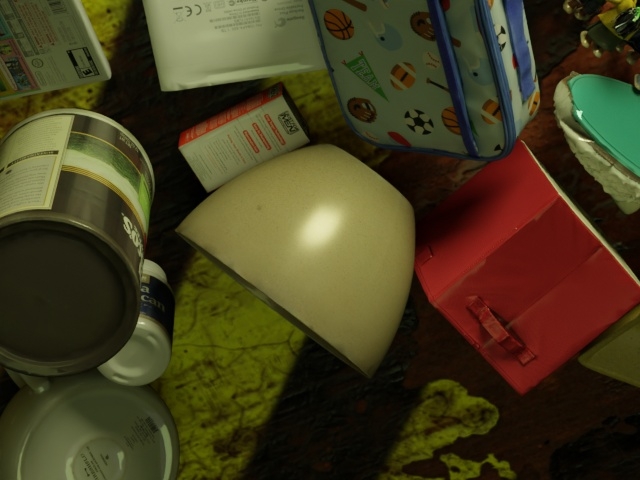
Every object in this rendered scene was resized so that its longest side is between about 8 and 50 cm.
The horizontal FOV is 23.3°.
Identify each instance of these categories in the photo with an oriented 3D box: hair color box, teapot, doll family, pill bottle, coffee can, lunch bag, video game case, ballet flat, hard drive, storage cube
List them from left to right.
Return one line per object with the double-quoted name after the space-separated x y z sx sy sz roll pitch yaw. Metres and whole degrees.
-0.353 -0.230 1.725 0.193 0.023 0.212 -11 149 4 "video game case"
-0.296 -0.004 1.764 0.201 0.275 0.201 -1 120 -2 "coffee can"
-0.315 0.259 1.973 0.252 0.187 0.256 11 93 -29 "teapot"
-0.224 0.093 1.882 0.094 0.169 0.094 -1 119 -2 "pill bottle"
-0.103 -0.330 1.724 0.210 0.040 0.318 -8 119 2 "hard drive"
-0.090 -0.122 1.839 0.141 0.043 0.072 -25 117 13 "hair color box"
0.114 -0.231 1.683 0.243 0.115 0.303 12 137 34 "lunch bag"
0.237 0.028 1.845 0.193 0.215 0.183 -40 113 11 "storage cube"
0.368 -0.236 1.753 0.193 0.076 0.111 32 139 -21 "doll family"
0.432 -0.061 1.850 0.409 0.147 0.147 23 116 -14 "ballet flat"

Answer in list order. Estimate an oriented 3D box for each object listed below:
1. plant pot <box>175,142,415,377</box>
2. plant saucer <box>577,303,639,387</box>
0.000 0.000 1.808 0.284 0.284 0.191 39 84 -21 "plant pot"
0.540 0.112 1.911 0.333 0.081 0.333 20 149 -13 "plant saucer"
